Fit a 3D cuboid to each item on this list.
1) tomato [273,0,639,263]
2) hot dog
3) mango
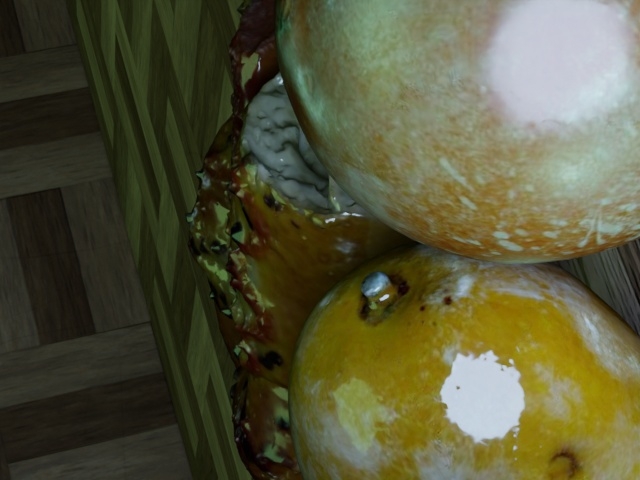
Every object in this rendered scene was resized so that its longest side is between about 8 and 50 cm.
[{"bbox_3d":[0.084,-0.119,0.822,0.270,0.223,0.270,166,90,-74],"label":"tomato"},{"bbox_3d":[0.000,0.000,1.239,0.367,0.196,0.365,-99,8,-51],"label":"hot dog"},{"bbox_3d":[0.112,0.149,0.974,0.384,0.222,0.199,62,-150,-34],"label":"mango"}]
